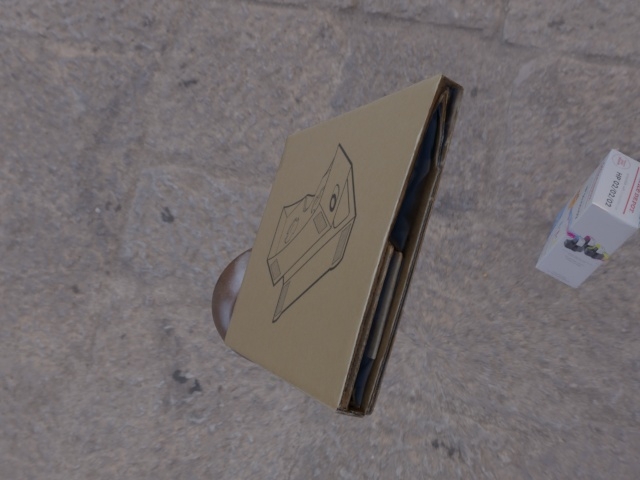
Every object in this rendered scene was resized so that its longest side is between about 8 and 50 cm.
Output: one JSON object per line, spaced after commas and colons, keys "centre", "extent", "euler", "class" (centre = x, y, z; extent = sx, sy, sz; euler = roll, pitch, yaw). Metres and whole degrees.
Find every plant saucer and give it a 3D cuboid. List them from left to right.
{"centre": [-0.048, 0.097, 0.904], "extent": [0.199, 0.036, 0.198], "euler": [-2, 113, -4], "class": "plant saucer"}

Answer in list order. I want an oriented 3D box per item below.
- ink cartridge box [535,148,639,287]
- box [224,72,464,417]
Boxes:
{"centre": [0.342, -0.034, 0.812], "extent": [0.062, 0.181, 0.104], "euler": [29, 55, 7], "class": "ink cartridge box"}
{"centre": [0.000, 0.000, 0.397], "extent": [0.021, 0.201, 0.164], "euler": [19, 83, -21], "class": "box"}
